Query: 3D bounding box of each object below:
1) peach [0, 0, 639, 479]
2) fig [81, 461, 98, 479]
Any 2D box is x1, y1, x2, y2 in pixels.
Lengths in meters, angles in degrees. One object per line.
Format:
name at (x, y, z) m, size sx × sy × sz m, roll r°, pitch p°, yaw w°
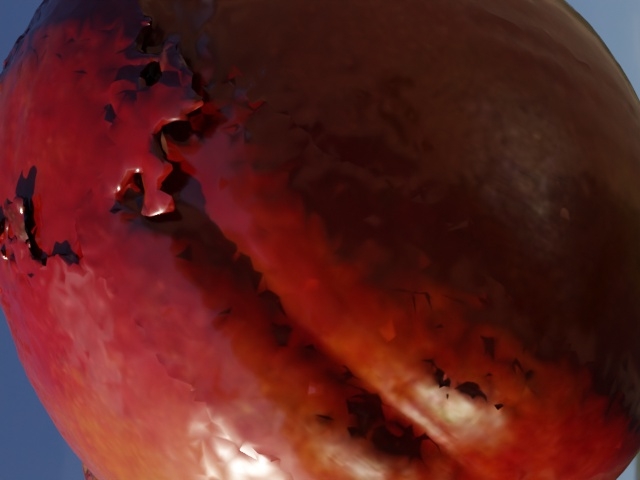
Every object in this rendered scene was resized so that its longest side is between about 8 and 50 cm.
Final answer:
peach at (0.000, 0.000, 0.639) m, size 0.370 × 0.370 × 0.370 m, roll 3°, pitch -90°, yaw -69°
fig at (-0.147, 0.206, 1.117) m, size 0.150 × 0.128 × 0.128 m, roll 10°, pitch -96°, yaw -53°
